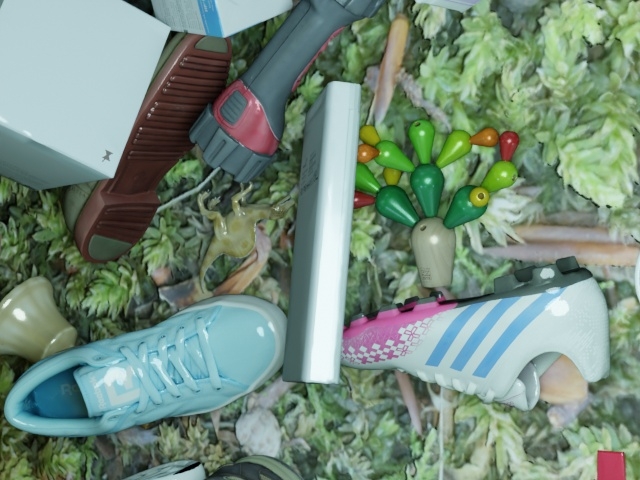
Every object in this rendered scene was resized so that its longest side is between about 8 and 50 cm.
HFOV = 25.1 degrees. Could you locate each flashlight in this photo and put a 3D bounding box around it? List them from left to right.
[{"bbox_3d":[-0.026,-0.205,1.643,0.304,0.103,0.103,-49,22,20],"label":"flashlight"}]

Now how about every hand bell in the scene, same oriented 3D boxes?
[{"bbox_3d":[-0.307,0.164,1.856,0.242,0.126,0.126,35,110,18],"label":"hand bell"}]

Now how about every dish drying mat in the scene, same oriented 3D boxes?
[{"bbox_3d":[0.296,0.255,1.459,0.032,0.008,0.083,-2,90,37],"label":"dish drying mat"}]

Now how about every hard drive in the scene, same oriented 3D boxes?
[{"bbox_3d":[0.000,0.000,1.552,0.040,0.203,0.308,5,84,-7],"label":"hard drive"}]

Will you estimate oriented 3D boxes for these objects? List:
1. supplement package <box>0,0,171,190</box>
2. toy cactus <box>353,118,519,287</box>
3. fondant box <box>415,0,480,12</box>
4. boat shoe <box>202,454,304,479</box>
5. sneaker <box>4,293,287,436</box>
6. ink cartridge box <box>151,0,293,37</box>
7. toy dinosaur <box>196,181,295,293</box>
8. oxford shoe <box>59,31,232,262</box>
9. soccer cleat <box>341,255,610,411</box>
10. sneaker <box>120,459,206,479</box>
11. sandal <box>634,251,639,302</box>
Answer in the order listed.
[{"bbox_3d":[-0.346,-0.193,1.714,0.262,0.199,0.198,-3,64,59],"label":"supplement package"},{"bbox_3d":[0.117,-0.039,1.543,0.219,0.112,0.181,-2,99,28],"label":"toy cactus"},{"bbox_3d":[0.157,-0.442,1.505,0.238,0.096,0.330,-29,72,33],"label":"fondant box"},{"bbox_3d":[-0.011,0.374,1.607,0.355,0.130,0.132,31,108,32],"label":"boat shoe"},{"bbox_3d":[-0.210,0.168,1.707,0.365,0.150,0.135,-20,96,21],"label":"sneaker"},{"bbox_3d":[-0.129,-0.287,1.676,0.180,0.104,0.060,17,129,50],"label":"ink cartridge box"},{"bbox_3d":[-0.114,-0.015,1.729,0.183,0.053,0.093,-40,69,29],"label":"toy dinosaur"},{"bbox_3d":[-0.234,-0.140,1.777,0.130,0.123,0.348,49,116,31],"label":"oxford shoe"},{"bbox_3d":[0.149,0.119,1.501,0.331,0.116,0.143,-16,88,37],"label":"soccer cleat"},{"bbox_3d":[-0.236,0.422,1.787,0.322,0.130,0.236,-24,86,29],"label":"sneaker"},{"bbox_3d":[0.468,0.053,1.274,0.416,0.102,0.169,-1,90,36],"label":"sandal"}]
